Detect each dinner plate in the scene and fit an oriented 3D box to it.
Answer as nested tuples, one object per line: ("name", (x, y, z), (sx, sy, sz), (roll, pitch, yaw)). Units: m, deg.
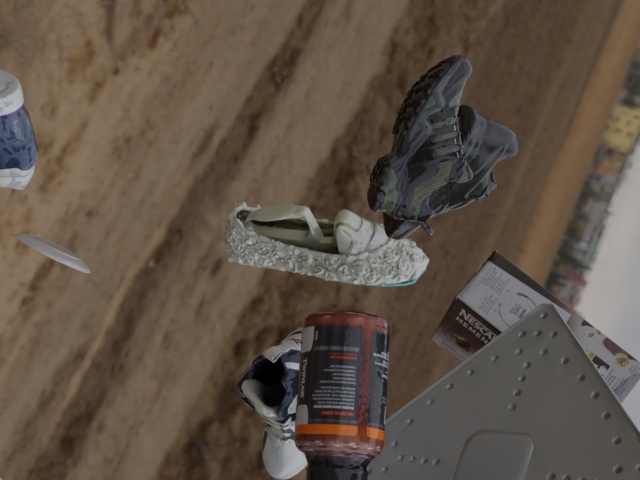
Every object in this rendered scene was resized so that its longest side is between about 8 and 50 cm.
("dinner plate", (-0.439, 0.016, 1.805), (0.017, 0.141, 0.141), (-64, 168, -2))

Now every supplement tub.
("supplement tub", (0.024, 0.185, 1.267), (0.106, 0.106, 0.197), (69, 24, -72))

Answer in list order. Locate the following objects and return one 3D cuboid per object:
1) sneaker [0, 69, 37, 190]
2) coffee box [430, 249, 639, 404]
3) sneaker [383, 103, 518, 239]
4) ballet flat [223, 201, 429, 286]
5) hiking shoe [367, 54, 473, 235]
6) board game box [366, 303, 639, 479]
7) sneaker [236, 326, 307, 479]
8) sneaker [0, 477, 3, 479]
("sneaker", (-0.610, -0.188, 1.805), (0.130, 0.323, 0.236), (-54, 157, -43))
("coffee box", (0.340, 0.177, 1.745), (0.119, 0.297, 0.168), (-45, 167, -27))
("sneaker", (0.196, -0.085, 1.697), (0.286, 0.130, 0.109), (-47, -143, 45))
("ballet flat", (0.000, 0.000, 2.098), (0.147, 0.409, 0.146), (5, 90, -75))
("hiking shoe", (0.150, -0.124, 1.415), (0.226, 0.114, 0.086), (-63, -164, 7))
("board game box", (0.245, 0.323, 1.509), (0.390, 0.050, 0.390), (-39, -144, 11))
("sneaker", (-0.066, 0.236, 1.513), (0.153, 0.094, 0.234), (-9, 125, -53))
("sneaker", (-0.488, 0.249, 1.404), (0.100, 0.271, 0.108), (-33, 162, -24))
